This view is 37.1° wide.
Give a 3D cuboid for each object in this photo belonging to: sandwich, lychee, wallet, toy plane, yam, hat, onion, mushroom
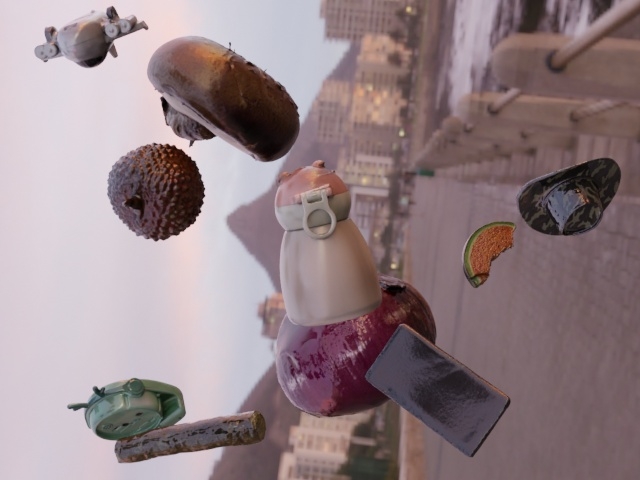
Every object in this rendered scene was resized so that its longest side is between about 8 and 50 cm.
[{"bbox_3d":[0.277,0.014,1.597,0.135,0.067,0.029,-47,-9,-23],"label":"sandwich"},{"bbox_3d":[-0.273,-0.078,1.569,0.197,0.165,0.165,-50,-31,-55],"label":"lychee"},{"bbox_3d":[0.199,0.254,1.638,0.124,0.244,0.025,-56,-32,0],"label":"wallet"},{"bbox_3d":[-0.343,-0.301,1.427,0.174,0.173,0.080,-72,-34,-69],"label":"toy plane"},{"bbox_3d":[-0.234,0.354,1.707,0.061,0.274,0.061,-11,-90,-81],"label":"yam"},{"bbox_3d":[0.264,-0.034,0.993,0.121,0.121,0.050,90,173,-52],"label":"hat"},{"bbox_3d":[0.038,0.165,1.935,0.385,0.347,0.348,56,-175,1],"label":"onion"},{"bbox_3d":[-0.166,-0.245,1.659,0.297,0.278,0.163,35,-105,-41],"label":"mushroom"}]

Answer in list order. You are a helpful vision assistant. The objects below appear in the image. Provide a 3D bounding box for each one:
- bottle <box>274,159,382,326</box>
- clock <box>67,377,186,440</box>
[{"bbox_3d":[0.000,0.000,1.438,0.147,0.147,0.237,-50,-52,-82],"label":"bottle"},{"bbox_3d":[-0.376,0.324,1.817,0.210,0.159,0.066,24,-143,-46],"label":"clock"}]
